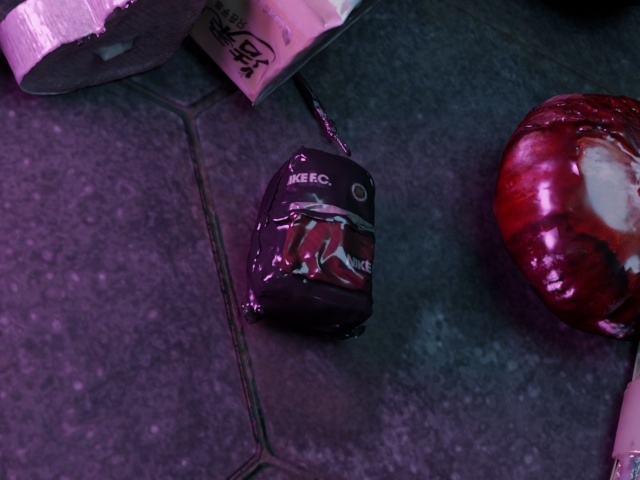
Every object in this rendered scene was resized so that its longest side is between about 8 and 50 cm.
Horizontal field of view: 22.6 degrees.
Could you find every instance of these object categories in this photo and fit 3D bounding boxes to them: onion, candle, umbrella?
[{"bbox_3d":[0.290,-0.033,1.539,0.252,0.219,0.252,10,67,-25],"label":"onion"},{"bbox_3d":[-0.179,-0.194,1.410,0.068,0.192,0.168,63,11,12],"label":"candle"},{"bbox_3d":[-0.003,-0.128,1.549,0.013,0.022,0.122,-29,71,-10],"label":"umbrella"}]

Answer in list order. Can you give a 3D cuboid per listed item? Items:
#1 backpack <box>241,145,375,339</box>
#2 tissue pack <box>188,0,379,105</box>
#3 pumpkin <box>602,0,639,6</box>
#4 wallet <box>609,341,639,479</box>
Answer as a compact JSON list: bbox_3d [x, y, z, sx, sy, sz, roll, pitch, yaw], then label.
[{"bbox_3d":[-0.003,-0.002,1.431,0.120,0.106,0.165,12,65,-19],"label":"backpack"},{"bbox_3d":[-0.067,-0.385,1.519,0.405,0.205,0.332,47,53,-1],"label":"tissue pack"},{"bbox_3d":[0.311,-0.361,1.747,0.238,0.159,0.238,18,52,-26],"label":"pumpkin"},{"bbox_3d":[0.388,0.221,1.565,0.223,0.077,0.309,31,56,-17],"label":"wallet"}]
